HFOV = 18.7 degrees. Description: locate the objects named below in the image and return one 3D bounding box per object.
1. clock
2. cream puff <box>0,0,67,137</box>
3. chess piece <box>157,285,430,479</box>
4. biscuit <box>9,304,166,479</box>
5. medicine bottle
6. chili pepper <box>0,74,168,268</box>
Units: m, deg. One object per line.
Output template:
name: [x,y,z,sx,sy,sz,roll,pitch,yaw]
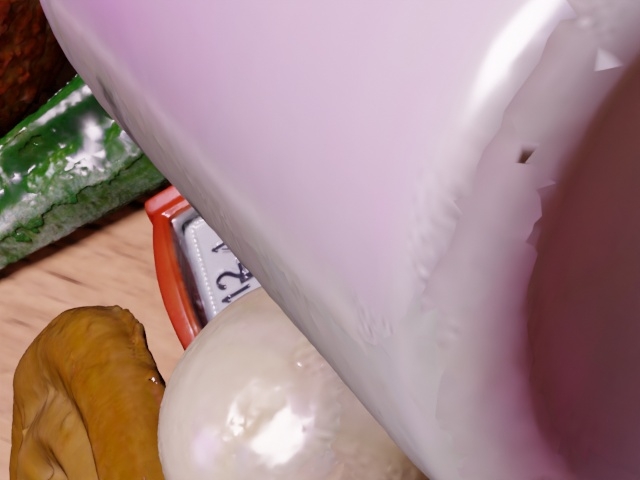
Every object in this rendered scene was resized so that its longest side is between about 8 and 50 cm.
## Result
clock: [0.000,0.000,0.888,0.155,0.061,0.113,-29,56,15]
cream puff: [-0.216,-0.138,1.003,0.240,0.164,0.240,-14,48,16]
chess piece: [0.032,0.095,0.701,0.142,0.261,0.143,-13,60,24]
biscuit: [-0.091,0.153,0.758,0.037,0.262,0.262,-2,57,-18]
medicine bottle: [0.032,-0.090,0.594,0.219,0.219,0.388,-45,40,0]
chili pepper: [-0.133,-0.024,0.971,0.227,0.059,0.088,-38,80,13]
